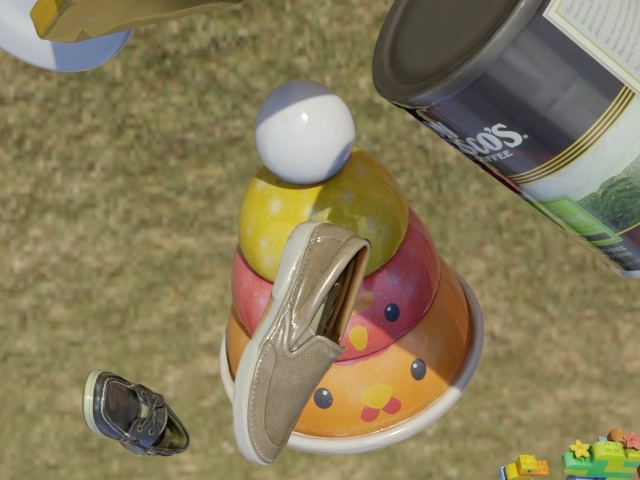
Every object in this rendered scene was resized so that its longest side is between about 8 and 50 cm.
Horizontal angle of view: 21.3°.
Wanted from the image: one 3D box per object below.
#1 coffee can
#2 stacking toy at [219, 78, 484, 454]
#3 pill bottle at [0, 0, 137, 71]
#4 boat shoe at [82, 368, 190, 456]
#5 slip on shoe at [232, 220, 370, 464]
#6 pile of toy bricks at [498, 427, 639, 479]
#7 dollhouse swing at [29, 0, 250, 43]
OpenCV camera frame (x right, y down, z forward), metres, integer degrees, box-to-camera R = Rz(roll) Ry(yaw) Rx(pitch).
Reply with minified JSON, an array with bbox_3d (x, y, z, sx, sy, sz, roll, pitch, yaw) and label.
[{"bbox_3d":[0.209,-0.123,1.383,0.275,0.202,0.201,35,133,-25],"label":"coffee can"},{"bbox_3d":[0.000,0.000,2.083,0.350,0.351,0.480,-10,135,7],"label":"stacking toy"},{"bbox_3d":[-0.231,-0.385,1.889,0.224,0.392,0.224,14,136,14],"label":"pill bottle"},{"bbox_3d":[-0.145,0.138,1.359,0.049,0.056,0.152,2,163,16],"label":"boat shoe"},{"bbox_3d":[-0.008,0.057,0.916,0.041,0.135,0.051,12,167,33],"label":"slip on shoe"},{"bbox_3d":[0.274,0.222,1.629,0.212,0.118,0.105,3,139,-13],"label":"pile of toy bricks"},{"bbox_3d":[-0.105,-0.353,1.446,0.346,0.315,0.305,-18,-170,-26],"label":"dollhouse swing"}]
